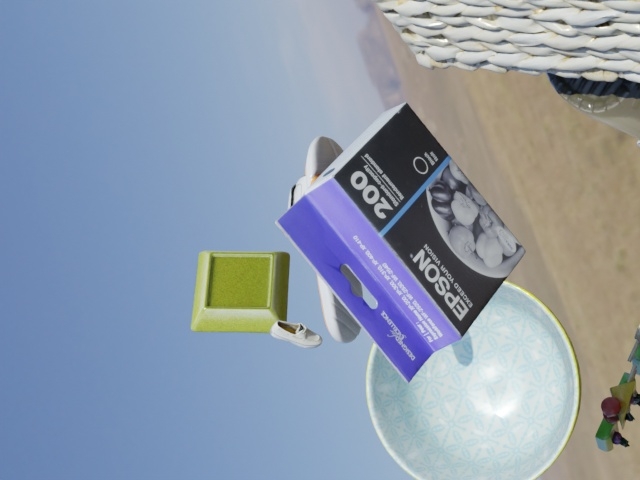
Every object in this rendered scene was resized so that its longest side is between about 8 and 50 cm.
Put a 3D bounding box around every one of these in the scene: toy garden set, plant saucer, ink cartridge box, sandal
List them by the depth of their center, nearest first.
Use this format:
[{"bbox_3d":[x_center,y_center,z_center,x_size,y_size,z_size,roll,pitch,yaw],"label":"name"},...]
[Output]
[{"bbox_3d":[0.086,-0.003,1.122,0.206,0.045,0.208,50,-129,-9],"label":"ink cartridge box"},{"bbox_3d":[-0.006,0.000,1.441,0.102,0.076,0.265,10,-107,-57],"label":"sandal"},{"bbox_3d":[0.486,0.197,1.722,0.244,0.049,0.204,-62,-23,-11],"label":"toy garden set"},{"bbox_3d":[-0.158,0.090,2.265,0.045,0.188,0.188,87,-176,-57],"label":"plant saucer"}]

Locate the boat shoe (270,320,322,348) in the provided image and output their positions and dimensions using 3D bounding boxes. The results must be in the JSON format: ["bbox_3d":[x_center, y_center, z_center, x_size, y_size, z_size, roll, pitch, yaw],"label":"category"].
[{"bbox_3d":[-0.040,0.168,2.091,0.035,0.100,0.035,-86,19,-45],"label":"boat shoe"}]

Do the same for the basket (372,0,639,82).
[{"bbox_3d":[0.193,-0.315,0.814,0.266,0.328,0.331,47,-115,-42],"label":"basket"}]

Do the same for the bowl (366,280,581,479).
[{"bbox_3d":[0.223,0.193,1.550,0.156,0.290,0.289,8,-118,-66],"label":"bowl"}]

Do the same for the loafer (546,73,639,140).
[{"bbox_3d":[0.270,-0.120,0.888,0.092,0.102,0.268,7,-148,-35],"label":"loafer"}]

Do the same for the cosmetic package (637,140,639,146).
[{"bbox_3d":[0.680,-0.252,1.893,0.160,0.309,0.113,31,173,-10],"label":"cosmetic package"}]
